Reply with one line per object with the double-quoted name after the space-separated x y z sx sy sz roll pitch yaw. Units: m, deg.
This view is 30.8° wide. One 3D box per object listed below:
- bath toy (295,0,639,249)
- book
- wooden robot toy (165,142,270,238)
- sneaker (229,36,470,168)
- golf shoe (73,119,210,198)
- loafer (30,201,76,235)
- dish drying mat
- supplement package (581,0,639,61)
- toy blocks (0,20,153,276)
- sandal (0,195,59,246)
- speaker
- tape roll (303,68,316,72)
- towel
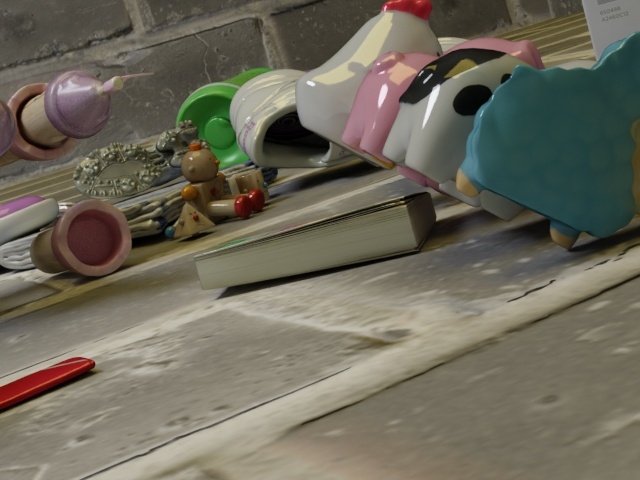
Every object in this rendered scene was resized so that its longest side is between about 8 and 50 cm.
0.098 -0.090 0.744 0.151 0.129 0.348 26 3 -24 "bath toy"
0.000 0.000 0.775 0.144 0.035 0.096 -14 4 15 "book"
-0.098 -0.059 1.115 0.076 0.079 0.173 -11 11 27 "wooden robot toy"
0.060 -0.125 1.202 0.305 0.114 0.152 -12 26 0 "sneaker"
-0.214 -0.078 1.375 0.176 0.069 0.086 -21 -16 -33 "golf shoe"
-0.345 -0.020 1.449 0.125 0.039 0.045 -7 -20 29 "loafer"
-0.165 0.082 0.635 0.083 0.008 0.032 -21 12 -30 "dish drying mat"
0.276 -0.197 0.733 0.204 0.262 0.145 -9 12 35 "supplement package"
-0.311 -0.082 0.900 0.288 0.309 0.260 -23 5 -32 "toy blocks"
-0.479 -0.001 1.295 0.416 0.102 0.169 -16 11 27 "sandal"
-0.101 -0.162 1.570 0.131 0.131 0.296 -14 10 13 "speaker"
-0.045 -0.209 1.808 0.189 0.080 0.189 -13 1 0 "tape roll"
-0.187 -0.032 1.249 0.209 0.034 0.285 -14 8 25 "towel"
